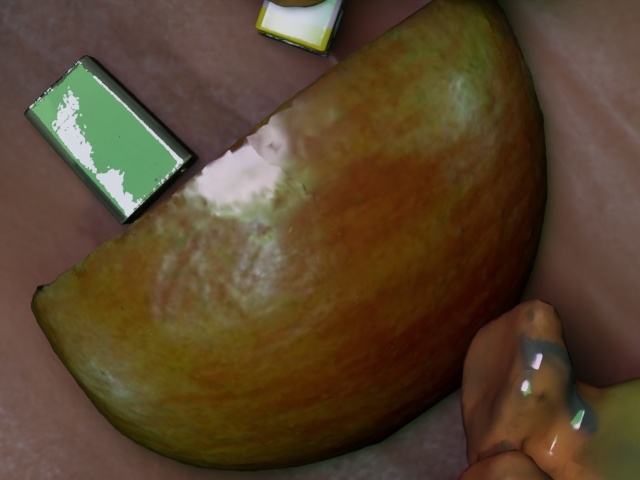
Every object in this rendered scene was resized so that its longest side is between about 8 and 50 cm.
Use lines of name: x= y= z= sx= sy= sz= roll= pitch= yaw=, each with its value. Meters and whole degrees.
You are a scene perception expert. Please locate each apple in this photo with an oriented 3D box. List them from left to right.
apple: x=0.000 y=0.000 z=1.041 sx=0.346 sy=0.254 sz=0.179 roll=-38 pitch=51 yaw=4

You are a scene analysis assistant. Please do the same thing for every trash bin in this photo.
trash bin: x=-0.129 y=-0.063 z=1.083 sx=0.061 sy=0.043 sz=0.092 roll=-44 pitch=88 yaw=4

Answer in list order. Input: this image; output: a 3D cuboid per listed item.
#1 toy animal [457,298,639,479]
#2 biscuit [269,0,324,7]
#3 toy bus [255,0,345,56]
toy animal: x=0.224 y=0.187 z=1.015 sx=0.338 sy=0.191 sz=0.216 roll=20 pitch=55 yaw=-8
biscuit: x=-0.025 y=-0.253 z=0.914 sx=0.376 sy=0.269 sz=0.051 roll=35 pitch=51 yaw=-15
toy bus: x=-0.002 y=-0.167 z=1.062 sx=0.052 sy=0.058 sz=0.102 roll=19 pitch=95 yaw=0
